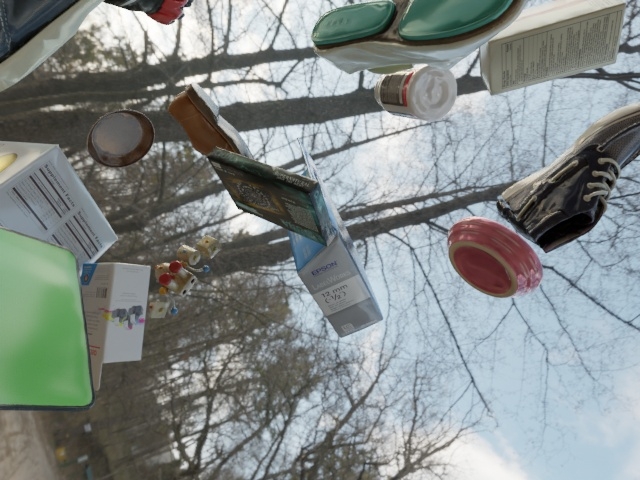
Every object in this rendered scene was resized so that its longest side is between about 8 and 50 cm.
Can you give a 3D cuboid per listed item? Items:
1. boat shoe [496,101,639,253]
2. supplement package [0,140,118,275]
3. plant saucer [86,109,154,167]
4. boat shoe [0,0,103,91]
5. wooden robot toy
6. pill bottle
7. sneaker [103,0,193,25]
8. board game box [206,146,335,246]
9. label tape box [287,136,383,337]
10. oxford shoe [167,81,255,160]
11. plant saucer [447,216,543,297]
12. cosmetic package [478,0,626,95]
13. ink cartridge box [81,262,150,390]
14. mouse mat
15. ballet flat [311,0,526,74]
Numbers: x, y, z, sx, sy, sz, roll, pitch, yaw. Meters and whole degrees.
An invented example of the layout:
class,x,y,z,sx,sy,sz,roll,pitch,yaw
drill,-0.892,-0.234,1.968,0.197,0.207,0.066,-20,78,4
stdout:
class,x,y,z,sx,sy,sz,roll,pitch,yaw
boat shoe,0.529,-0.110,0.830,0.341,0.127,0.158,-41,-149,24
supplement package,-0.510,0.001,0.651,0.200,0.262,0.197,8,-45,21
plant saucer,-0.591,-0.304,1.262,0.036,0.199,0.198,45,-47,24
boat shoe,-0.154,-0.194,0.268,0.084,0.233,0.079,20,-24,45
wooden robot toy,-0.261,0.052,0.754,0.079,0.173,0.076,23,-23,24
pill bottle,0.309,-0.514,1.480,0.318,0.177,0.176,-132,-137,-63
sneaker,-0.181,-0.349,0.459,0.276,0.135,0.097,-29,-99,48
board game box,-0.072,-0.065,0.635,0.186,0.026,0.126,23,-25,26
label tape box,0.000,0.000,0.886,0.347,0.115,0.249,58,9,-41
oxford shoe,-0.180,-0.168,0.760,0.212,0.076,0.076,51,13,-23
plant saucer,0.553,0.073,1.420,0.332,0.084,0.332,39,-23,20
cosmetic package,0.561,-0.494,1.072,0.153,0.297,0.129,67,17,-44
ink cartridge box,-0.324,0.127,0.659,0.105,0.062,0.181,-3,-100,39
mouse mat,-0.268,0.054,0.358,0.007,0.153,0.189,-40,-126,12
ballet flat,0.155,-0.342,0.715,0.401,0.139,0.139,17,-67,45
